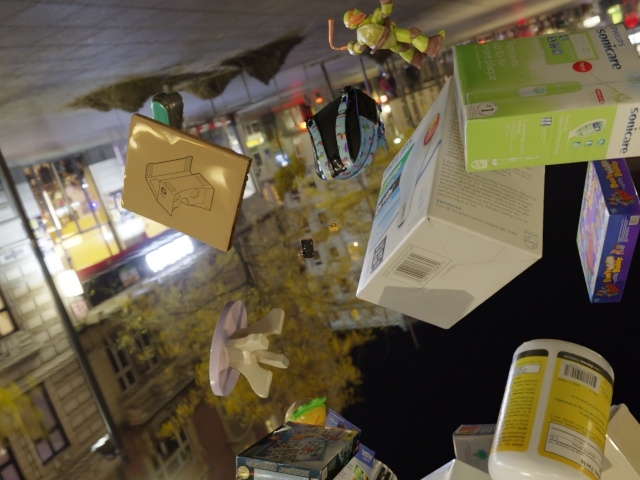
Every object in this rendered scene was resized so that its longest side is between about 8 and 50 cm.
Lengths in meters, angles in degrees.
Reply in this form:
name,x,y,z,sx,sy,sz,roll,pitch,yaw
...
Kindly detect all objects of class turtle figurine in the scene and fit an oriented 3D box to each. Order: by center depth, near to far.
name,x,y,z,sx,sy,sz,roll,pitch,yaw
turtle figurine,0.137,-0.429,1.254,0.217,0.087,0.269,17,156,-14

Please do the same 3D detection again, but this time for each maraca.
name,x,y,z,sx,sy,sz,roll,pitch,yaw
maraca,-0.039,0.478,1.687,0.127,0.099,0.185,-24,151,-24

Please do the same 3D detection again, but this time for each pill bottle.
name,x,y,z,sx,sy,sz,roll,pitch,yaw
pill bottle,0.415,0.366,1.124,0.188,0.188,0.334,-8,-135,43

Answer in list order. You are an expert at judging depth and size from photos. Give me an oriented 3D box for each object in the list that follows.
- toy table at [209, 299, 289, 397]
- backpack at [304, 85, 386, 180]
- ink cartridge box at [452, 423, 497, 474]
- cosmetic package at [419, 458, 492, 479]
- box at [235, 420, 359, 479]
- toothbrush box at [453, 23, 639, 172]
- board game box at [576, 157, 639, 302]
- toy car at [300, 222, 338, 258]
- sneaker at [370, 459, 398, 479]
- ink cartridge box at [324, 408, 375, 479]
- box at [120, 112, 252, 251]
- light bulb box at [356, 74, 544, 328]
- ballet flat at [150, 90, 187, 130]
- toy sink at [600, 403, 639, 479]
name,x,y,z,sx,sy,sz,roll,pitch,yaw
toy table,-0.200,0.305,1.746,0.161,0.274,0.252,1,165,17
backpack,0.057,-0.201,1.265,0.117,0.173,0.158,16,147,-40
ink cartridge box,0.594,0.653,1.721,0.395,0.270,0.151,-10,175,24
cosmetic package,0.379,0.676,1.514,0.097,0.284,0.377,-62,175,-34
box,-0.034,0.400,1.159,0.159,0.044,0.233,1,180,20
toothbrush box,0.376,-0.238,1.036,0.283,0.122,0.206,-3,-129,9
board game box,0.753,-0.031,1.629,0.078,0.347,0.233,-3,-133,12
toy car,0.000,0.000,1.636,0.122,0.060,0.040,-24,-158,7
sneaker,0.110,0.677,1.806,0.110,0.292,0.118,-53,-178,-23
ink cartridge box,0.047,0.569,1.428,0.065,0.186,0.311,-7,-125,31
box,-0.215,-0.088,0.964,0.201,0.164,0.021,22,-152,10
light bulb box,0.265,-0.068,1.267,0.358,0.225,0.361,122,-14,-56
ballet flat,-0.296,-0.210,1.215,0.074,0.074,0.203,-25,150,-30
toy sink,0.686,0.489,1.486,0.131,0.234,0.153,-25,162,-40
